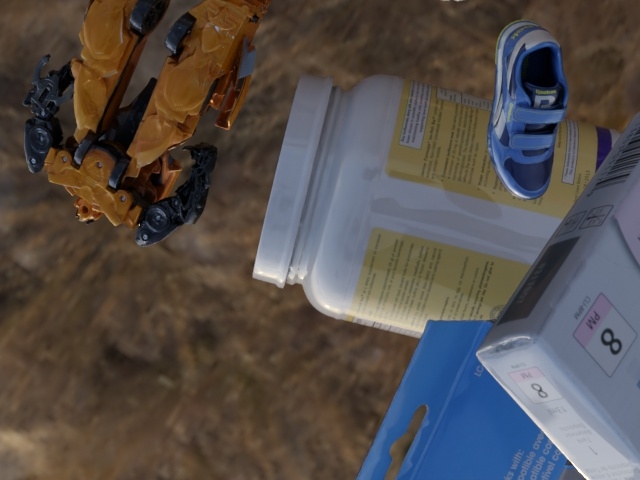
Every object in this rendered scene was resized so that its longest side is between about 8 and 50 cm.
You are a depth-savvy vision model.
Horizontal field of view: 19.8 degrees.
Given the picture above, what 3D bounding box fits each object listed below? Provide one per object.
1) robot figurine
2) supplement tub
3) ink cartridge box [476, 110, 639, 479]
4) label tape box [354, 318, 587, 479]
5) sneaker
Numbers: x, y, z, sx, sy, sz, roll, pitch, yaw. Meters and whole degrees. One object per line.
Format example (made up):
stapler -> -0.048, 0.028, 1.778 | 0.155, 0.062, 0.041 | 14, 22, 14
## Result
robot figurine -> -0.164, -0.138, 1.727 | 0.211, 0.085, 0.291 | 34, 120, 12
supplement tub -> 0.119, -0.023, 1.746 | 0.331, 0.241, 0.241 | 14, 141, 0
ink cartridge box -> 0.208, 0.067, 0.957 | 0.232, 0.189, 0.066 | 46, 147, -13
label tape box -> 0.180, 0.188, 1.514 | 0.106, 0.334, 0.240 | 36, 112, 36
sneaker -> 0.166, -0.101, 1.455 | 0.059, 0.053, 0.144 | -150, 54, -68
